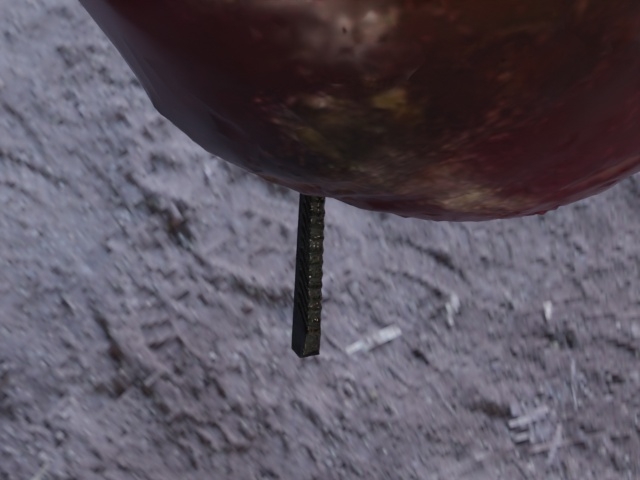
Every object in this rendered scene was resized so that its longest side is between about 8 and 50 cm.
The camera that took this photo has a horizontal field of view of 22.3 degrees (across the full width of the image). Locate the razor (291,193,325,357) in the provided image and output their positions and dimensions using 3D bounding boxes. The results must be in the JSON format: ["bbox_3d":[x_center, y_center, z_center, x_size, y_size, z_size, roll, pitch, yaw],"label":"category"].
[{"bbox_3d":[-0.002,-0.004,1.003,0.066,0.190,0.033,-10,40,-18],"label":"razor"}]

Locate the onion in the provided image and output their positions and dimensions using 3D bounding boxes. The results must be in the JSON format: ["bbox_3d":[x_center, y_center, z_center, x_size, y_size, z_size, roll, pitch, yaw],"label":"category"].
[{"bbox_3d":[0.070,-0.179,0.494,0.385,0.348,0.347,-2,58,54],"label":"onion"}]
